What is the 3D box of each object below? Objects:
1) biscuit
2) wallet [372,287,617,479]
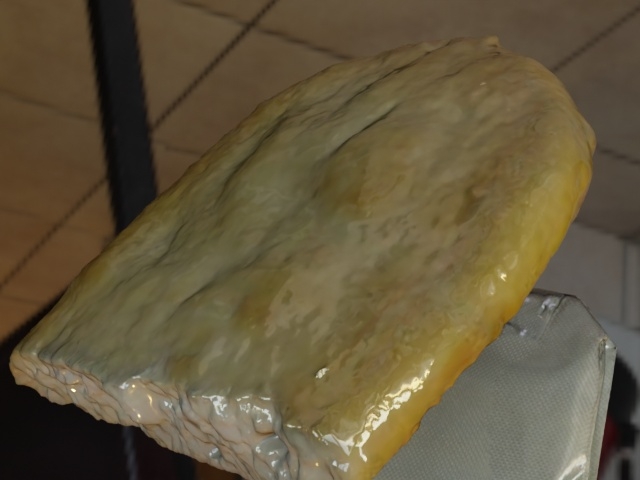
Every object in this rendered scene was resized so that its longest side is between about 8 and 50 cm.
[{"bbox_3d":[-0.001,-0.001,1.226,0.104,0.446,0.429,53,163,-29],"label":"biscuit"},{"bbox_3d":[0.106,0.157,1.441,0.335,0.275,0.068,11,161,34],"label":"wallet"}]
